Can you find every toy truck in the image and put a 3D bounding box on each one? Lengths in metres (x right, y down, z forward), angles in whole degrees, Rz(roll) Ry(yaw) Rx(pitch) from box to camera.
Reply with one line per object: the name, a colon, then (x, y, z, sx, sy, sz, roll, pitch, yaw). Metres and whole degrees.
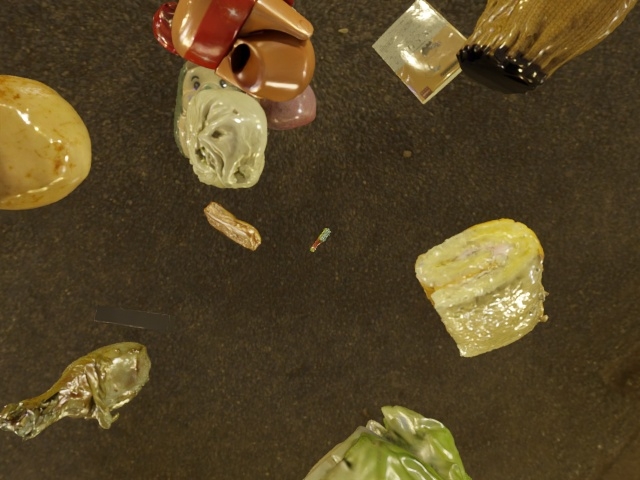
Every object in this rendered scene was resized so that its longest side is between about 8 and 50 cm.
toy truck: (-0.108, -0.350, 0.694, 0.239, 0.264, 0.189, 28, 144, -24)

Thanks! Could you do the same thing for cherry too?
cherry: (-0.126, -0.487, 1.539, 0.240, 0.239, 0.205, -13, 106, 1)

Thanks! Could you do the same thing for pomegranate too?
pomegranate: (-0.730, -0.232, 1.095, 0.343, 0.342, 0.341, -2, 115, -4)

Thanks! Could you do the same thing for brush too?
brush: (0.000, 0.000, 1.331, 0.019, 0.021, 0.083, 46, 73, -27)

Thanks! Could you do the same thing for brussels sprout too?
brussels sprout: (0.122, 0.529, 0.778, 0.361, 0.426, 0.342, 47, 123, 20)

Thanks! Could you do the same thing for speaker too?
speaker: (-0.458, 0.193, 1.105, 0.191, 0.040, 0.046, 6, 80, 9)

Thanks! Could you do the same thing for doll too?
doll: (-0.324, -0.384, 1.346, 0.248, 0.247, 0.349, 1, 121, -6)

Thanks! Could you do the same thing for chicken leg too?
chicken leg: (-0.341, 0.224, 0.648, 0.088, 0.228, 0.103, 9, 108, 20)

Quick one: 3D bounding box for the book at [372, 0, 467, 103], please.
book: (0.400, -0.752, 1.759, 0.269, 0.388, 0.032, -42, 152, 20)

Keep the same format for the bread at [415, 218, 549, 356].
bread: (0.364, 0.119, 0.960, 0.237, 0.165, 0.375, -28, 144, 9)

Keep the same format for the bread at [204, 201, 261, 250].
bread: (-0.370, -0.067, 1.885, 0.271, 0.077, 0.139, 30, 153, 23)

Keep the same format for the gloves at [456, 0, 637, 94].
gloves: (0.312, -0.334, 0.522, 0.356, 0.203, 0.155, -44, 100, 8)

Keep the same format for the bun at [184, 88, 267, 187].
bun: (-0.212, -0.208, 0.958, 0.230, 0.145, 0.229, 19, 132, 22)
